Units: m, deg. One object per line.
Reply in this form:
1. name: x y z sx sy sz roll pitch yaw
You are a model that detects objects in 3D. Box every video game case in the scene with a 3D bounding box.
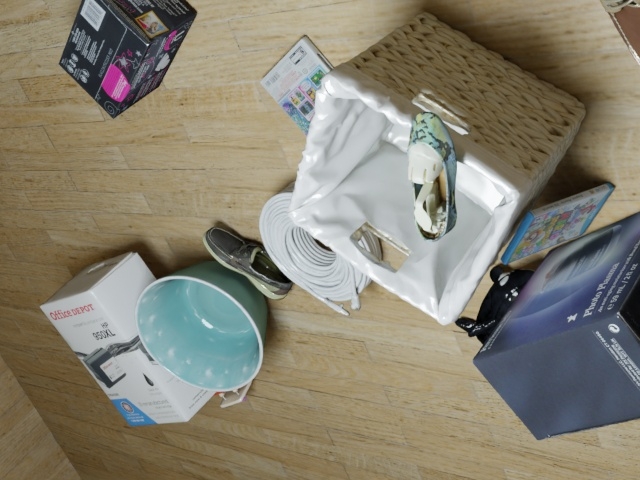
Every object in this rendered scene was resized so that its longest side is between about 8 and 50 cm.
1. video game case: 0.361 -0.025 1.473 0.015 0.166 0.119 56 149 27
2. video game case: -0.022 -0.267 1.713 0.143 0.019 0.157 48 142 -6

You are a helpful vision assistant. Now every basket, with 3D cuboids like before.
1. basket: 0.171 -0.118 1.472 0.328 0.266 0.331 34 142 13

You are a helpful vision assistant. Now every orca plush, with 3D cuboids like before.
1. orca plush: 0.291 0.132 1.701 0.151 0.102 0.287 70 161 5

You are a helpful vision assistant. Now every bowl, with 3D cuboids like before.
1. bowl: -0.243 0.169 2.176 0.312 0.163 0.311 12 126 17

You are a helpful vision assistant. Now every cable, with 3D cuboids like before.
1. cable: 0.000 0.000 1.889 0.257 0.089 0.257 30 140 19

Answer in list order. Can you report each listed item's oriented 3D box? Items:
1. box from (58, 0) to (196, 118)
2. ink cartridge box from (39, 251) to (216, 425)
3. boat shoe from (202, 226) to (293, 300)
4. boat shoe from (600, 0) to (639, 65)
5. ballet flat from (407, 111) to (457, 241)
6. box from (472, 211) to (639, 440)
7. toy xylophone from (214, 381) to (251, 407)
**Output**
1. box: -0.369 -0.382 1.825 0.163 0.142 0.247 45 142 1
2. ink cartridge box: -0.455 0.246 2.340 0.285 0.166 0.394 -16 112 49
3. boat shoe: -0.150 0.037 2.076 0.224 0.080 0.073 39 137 -1
4. boat shoe: 0.375 -0.338 1.197 0.123 0.116 0.324 -9 119 47
5. ballet flat: 0.145 -0.076 1.271 0.070 0.070 0.188 12 132 35
6. box: 0.430 0.116 1.427 0.182 0.296 0.294 49 142 -7
7. toy xylophone: -0.308 0.287 2.449 0.322 0.081 0.236 46 143 -2
